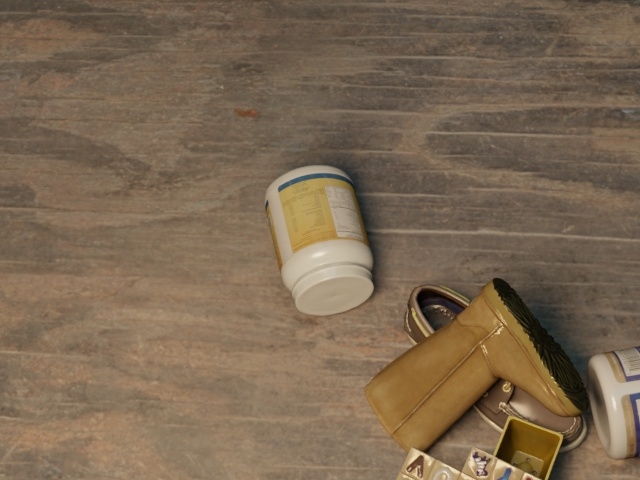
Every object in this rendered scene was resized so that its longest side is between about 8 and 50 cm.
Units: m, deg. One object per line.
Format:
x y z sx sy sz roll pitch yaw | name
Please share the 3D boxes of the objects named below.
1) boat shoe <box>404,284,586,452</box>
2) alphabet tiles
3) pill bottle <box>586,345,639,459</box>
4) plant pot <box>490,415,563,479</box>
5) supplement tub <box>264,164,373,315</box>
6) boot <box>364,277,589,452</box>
0.252 0.183 1.983 0.116 0.097 0.324 -42 65 -16 | boat shoe
0.207 0.390 1.874 0.237 0.009 0.198 25 94 18 | alphabet tiles
0.521 0.213 1.908 0.265 0.153 0.153 -10 61 1 | pill bottle
0.290 0.310 1.917 0.081 0.083 0.081 20 65 15 | plant pot
0.000 0.000 2.083 0.144 0.144 0.199 -13 61 -2 | supplement tub
0.217 0.217 1.906 0.269 0.089 0.236 -46 60 25 | boot
